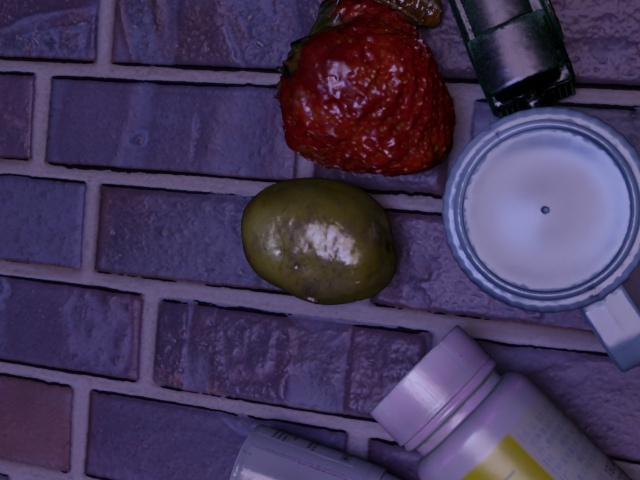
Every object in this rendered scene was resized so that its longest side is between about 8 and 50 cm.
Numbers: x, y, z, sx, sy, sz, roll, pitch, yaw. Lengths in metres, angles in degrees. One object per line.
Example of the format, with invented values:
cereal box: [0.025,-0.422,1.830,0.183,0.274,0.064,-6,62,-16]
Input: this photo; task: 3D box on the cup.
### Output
cup: [0.300,-0.005,1.112,0.256,0.311,0.331,-3,90,17]

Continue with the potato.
potato: [-0.001,0.002,1.287,0.228,0.148,0.197,-9,75,15]

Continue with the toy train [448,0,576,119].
toy train: [0.254,-0.331,1.191,0.138,0.178,0.331,-22,86,16]

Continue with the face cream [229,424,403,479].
face cream: [0.052,0.404,1.278,0.369,0.145,0.146,15,95,17]

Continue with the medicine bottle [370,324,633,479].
medicine bottle: [0.266,0.314,1.180,0.378,0.213,0.213,45,102,12]

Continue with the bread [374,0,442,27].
bread: [0.087,-0.404,1.293,0.233,0.076,0.105,43,100,13]

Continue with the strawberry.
strawberry: [0.073,-0.201,1.223,0.276,0.257,0.257,35,100,0]
